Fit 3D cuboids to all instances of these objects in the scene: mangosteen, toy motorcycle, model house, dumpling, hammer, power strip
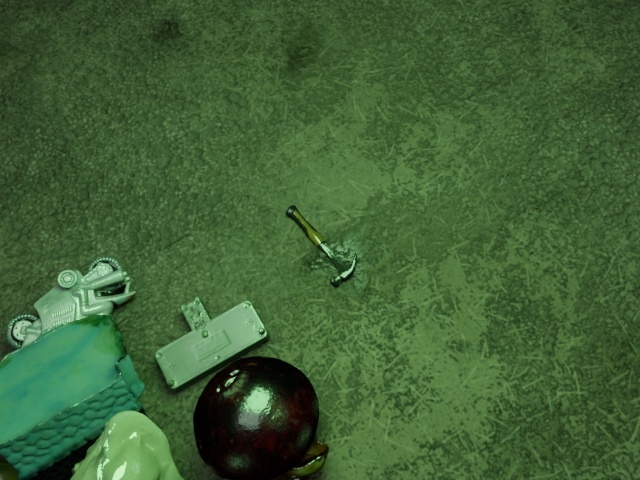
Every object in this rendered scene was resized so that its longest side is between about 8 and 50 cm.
[{"bbox_3d":[-0.098,0.333,1.210,0.228,0.228,0.265,-38,110,-10],"label":"mangosteen"},{"bbox_3d":[-0.483,0.156,1.371,0.260,0.110,0.171,-38,85,-17],"label":"toy motorcycle"},{"bbox_3d":[-0.441,0.313,1.259,0.261,0.241,0.226,-29,36,-18],"label":"model house"},{"bbox_3d":[-0.323,0.463,1.159,0.242,0.187,0.318,24,94,-26],"label":"dumpling"},{"bbox_3d":[0.000,0.000,1.420,0.078,0.021,0.201,-37,70,-9],"label":"hammer"},{"bbox_3d":[-0.226,0.182,1.349,0.215,0.061,0.145,-30,69,-7],"label":"power strip"}]

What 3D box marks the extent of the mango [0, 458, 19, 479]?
[{"bbox_3d":[-0.657,0.448,1.270,0.191,0.085,0.122,17,67,13],"label":"mango"}]
